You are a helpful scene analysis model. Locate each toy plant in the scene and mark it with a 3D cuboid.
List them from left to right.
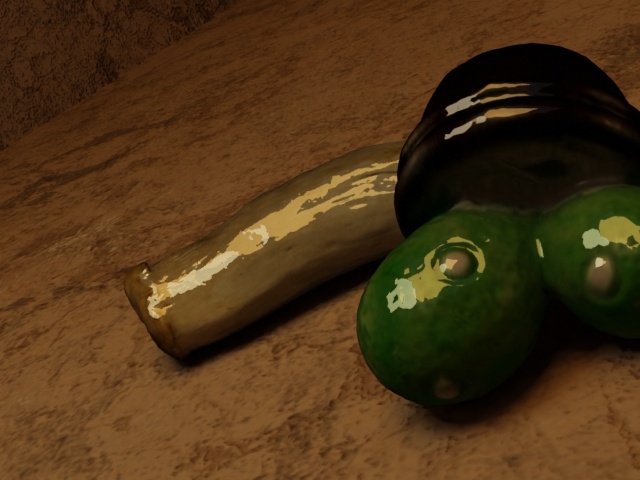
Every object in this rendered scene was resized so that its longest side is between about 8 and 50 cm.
[{"bbox_3d":[0.130,-0.009,0.705,0.218,0.175,0.235,-12,49,17],"label":"toy plant"}]

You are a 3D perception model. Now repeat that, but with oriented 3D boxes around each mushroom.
[{"bbox_3d":[0.000,0.000,0.926,0.351,0.095,0.122,-24,40,5],"label":"mushroom"}]
